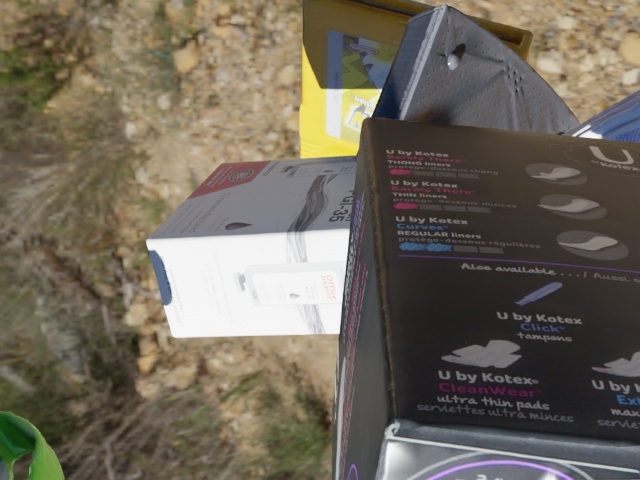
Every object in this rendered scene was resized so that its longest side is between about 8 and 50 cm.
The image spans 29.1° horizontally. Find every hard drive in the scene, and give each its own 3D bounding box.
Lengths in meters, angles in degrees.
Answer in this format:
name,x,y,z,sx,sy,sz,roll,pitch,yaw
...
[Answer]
name,x,y,z,sx,sy,sz,roll,pitch,yaw
hard drive,0.132,-0.083,1.080,0.054,0.254,0.172,16,82,41

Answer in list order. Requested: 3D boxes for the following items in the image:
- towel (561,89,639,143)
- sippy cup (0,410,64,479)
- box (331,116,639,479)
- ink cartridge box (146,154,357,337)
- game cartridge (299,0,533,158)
name,x,y,z,sx,sy,sz,roll,pitch,yaw
towel,0.273,0.019,0.772,0.285,0.034,0.209,51,142,-8
sippy cup,-0.385,0.277,1.073,0.305,0.240,0.224,-56,27,19
box,0.079,0.073,0.472,0.143,0.270,0.165,5,114,-2
ink cartridge box,0.000,0.000,1.257,0.283,0.207,0.117,-3,115,22
game cartridge,0.110,-0.168,1.590,0.285,0.053,0.324,17,140,13
